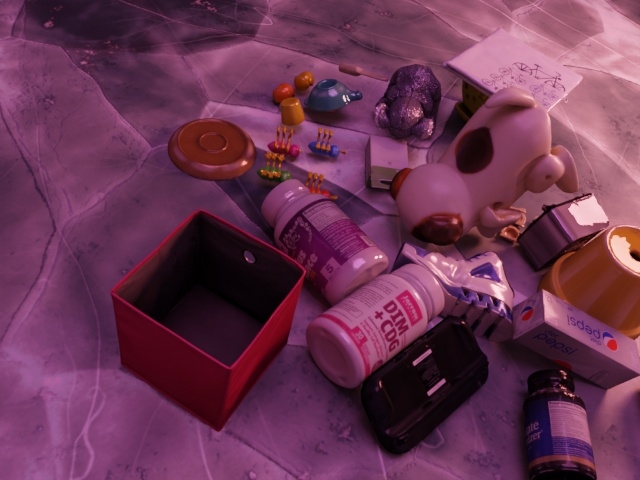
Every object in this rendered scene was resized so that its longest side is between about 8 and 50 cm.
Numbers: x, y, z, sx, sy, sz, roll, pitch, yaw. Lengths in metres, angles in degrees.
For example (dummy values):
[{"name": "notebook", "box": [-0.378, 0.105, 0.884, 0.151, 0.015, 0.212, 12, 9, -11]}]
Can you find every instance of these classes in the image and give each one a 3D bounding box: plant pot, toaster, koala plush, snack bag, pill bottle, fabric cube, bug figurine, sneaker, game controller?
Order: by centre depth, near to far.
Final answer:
[{"name": "fabric cube", "box": [-0.209, 0.150, 1.157, 0.254, 0.258, 0.259, 29, 50, 12]}, {"name": "pill bottle", "box": [0.473, 0.377, 1.218, 0.122, 0.123, 0.219, 13, 48, -3]}, {"name": "game controller", "box": [0.221, 0.287, 1.241, 0.319, 0.067, 0.166, -29, 88, -32]}, {"name": "pill bottle", "box": [0.122, 0.170, 1.281, 0.283, 0.160, 0.160, -31, 63, -32]}, {"name": "pill bottle", "box": [0.000, 0.000, 1.390, 0.169, 0.169, 0.301, -28, 61, -31]}, {"name": "plant pot", "box": [0.680, 0.099, 1.425, 0.254, 0.239, 0.254, 6, 50, -8]}, {"name": "sneaker", "box": [0.326, 0.091, 1.435, 0.315, 0.127, 0.182, 31, 47, 3]}, {"name": "toaster", "box": [0.607, -0.023, 1.537, 0.185, 0.168, 0.110, -17, 65, -26]}, {"name": "bug figurine", "box": [-0.049, -0.197, 1.606, 0.216, 0.072, 0.279, 16, 47, -3]}, {"name": "plant pot", "box": [-0.288, -0.254, 1.625, 0.236, 0.032, 0.236, 6, 50, -7]}, {"name": "koala plush", "box": [0.245, -0.373, 1.733, 0.196, 0.203, 0.221, 22, 47, 6]}, {"name": "snack bag", "box": [0.569, -0.487, 1.749, 0.323, 0.037, 0.342, 39, 53, 20]}, {"name": "plant pot", "box": [0.563, -0.430, 1.859, 0.228, 0.207, 0.227, -20, 58, -27]}]

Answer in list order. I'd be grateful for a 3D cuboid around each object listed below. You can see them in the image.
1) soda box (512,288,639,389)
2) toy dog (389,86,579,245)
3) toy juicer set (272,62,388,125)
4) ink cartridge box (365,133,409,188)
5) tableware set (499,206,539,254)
[{"name": "soda box", "box": [0.560, 0.221, 1.332, 0.286, 0.098, 0.091, 28, 47, -16]}, {"name": "toy dog", "box": [0.379, -0.144, 1.480, 0.408, 0.395, 0.284, -37, 67, 5]}, {"name": "toy juicer set", "box": [0.014, -0.440, 1.804, 0.329, 0.089, 0.209, -21, 40, -11]}, {"name": "ink cartridge box", "box": [0.182, -0.194, 1.666, 0.109, 0.062, 0.209, 9, 50, -7]}, {"name": "tableware set", "box": [0.556, -0.027, 1.643, 0.141, 0.020, 0.169, 24, 49, 7]}]
